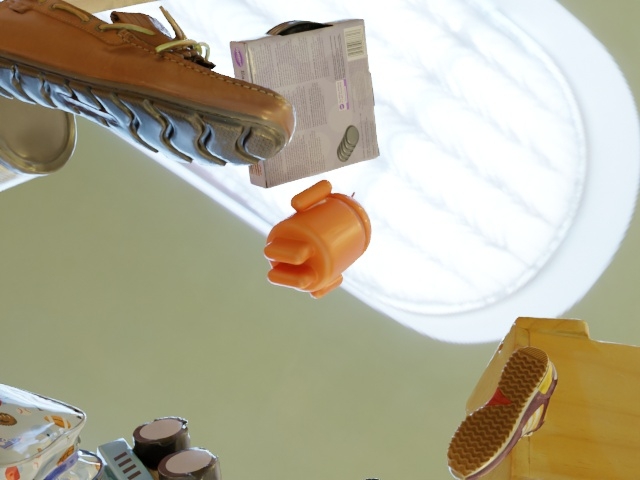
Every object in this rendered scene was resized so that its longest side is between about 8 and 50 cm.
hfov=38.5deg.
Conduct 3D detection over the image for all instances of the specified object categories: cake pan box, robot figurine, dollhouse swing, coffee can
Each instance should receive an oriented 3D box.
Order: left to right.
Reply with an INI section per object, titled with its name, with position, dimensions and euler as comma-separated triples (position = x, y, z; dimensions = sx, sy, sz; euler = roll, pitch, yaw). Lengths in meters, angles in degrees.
[coffee can]
position = -0.562, -0.164, 1.463
dimensions = 0.275, 0.201, 0.201
euler = -16, -144, 28
[cake pan box]
position = -0.023, -0.244, 1.583
dimensions = 0.246, 0.267, 0.070
euler = -21, -156, -30
[robot figurine]
position = 0.000, -0.002, 1.465
dimensions = 0.128, 0.158, 0.219
euler = -38, 179, 42
[dollhouse swing]
position = 0.394, 0.329, 1.361
dimensions = 0.347, 0.305, 0.315
euler = -74, -177, -52

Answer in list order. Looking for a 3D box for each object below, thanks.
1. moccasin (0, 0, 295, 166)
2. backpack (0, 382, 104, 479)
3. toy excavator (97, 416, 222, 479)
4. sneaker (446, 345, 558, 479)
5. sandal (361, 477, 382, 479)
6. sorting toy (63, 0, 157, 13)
[moccasin]
position = -0.193, -0.182, 0.964
dimensions = 0.147, 0.380, 0.139
euler = -62, 153, -19
[backpack]
position = -0.385, 0.262, 0.958
dimensions = 0.276, 0.263, 0.213
euler = -8, 106, -82
[toy excavator]
position = -0.433, 0.490, 1.657
dimensions = 0.433, 0.445, 0.222
euler = 22, -58, 59
[sneaker]
position = 0.226, 0.220, 1.095
dimensions = 0.185, 0.084, 0.069
euler = -49, -138, -14
[sandal]
position = 0.056, 0.507, 1.691
dimensions = 0.179, 0.067, 0.040
euler = -39, 150, -10
[sorting toy]
position = -0.256, -0.401, 1.124
dimensions = 0.257, 0.089, 0.255
euler = -28, 165, -45
